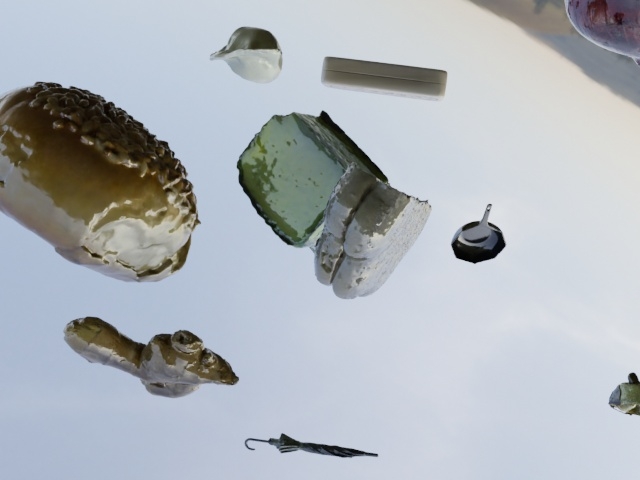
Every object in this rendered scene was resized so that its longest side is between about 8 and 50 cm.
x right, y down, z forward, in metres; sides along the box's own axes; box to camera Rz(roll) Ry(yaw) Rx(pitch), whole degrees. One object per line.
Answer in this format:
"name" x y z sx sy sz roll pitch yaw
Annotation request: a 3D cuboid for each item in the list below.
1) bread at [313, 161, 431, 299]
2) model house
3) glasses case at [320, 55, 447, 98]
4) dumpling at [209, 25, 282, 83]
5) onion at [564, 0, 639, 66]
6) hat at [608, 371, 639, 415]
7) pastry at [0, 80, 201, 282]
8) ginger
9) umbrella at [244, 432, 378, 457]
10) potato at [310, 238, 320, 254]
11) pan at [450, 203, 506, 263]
"bread" 0.070 -0.006 1.222 0.102 0.183 0.337 33 -174 14
"model house" -0.004 -0.108 1.420 0.194 0.170 0.211 46 -156 16
"glasses case" 0.174 -0.438 2.288 0.336 0.076 0.144 8 -174 7
"dumpling" -0.168 -0.421 1.905 0.166 0.126 0.216 0 -143 -11
"onion" 0.486 -0.338 1.228 0.271 0.195 0.272 1 -146 -1
"hat" 0.514 0.251 1.358 0.077 0.059 0.076 28 161 -24
"pastry" -0.377 -0.101 1.394 0.409 0.245 0.409 35 176 3
"ginger" -0.220 0.143 1.081 0.214 0.133 0.059 33 -133 -23
"umbrella" -0.022 0.395 1.619 0.268 0.044 0.044 0 -161 15
"potato" 0.000 0.000 1.835 0.119 0.054 0.198 50 176 8
"pan" 0.396 -0.025 2.012 0.128 0.202 0.048 15 -133 -20
